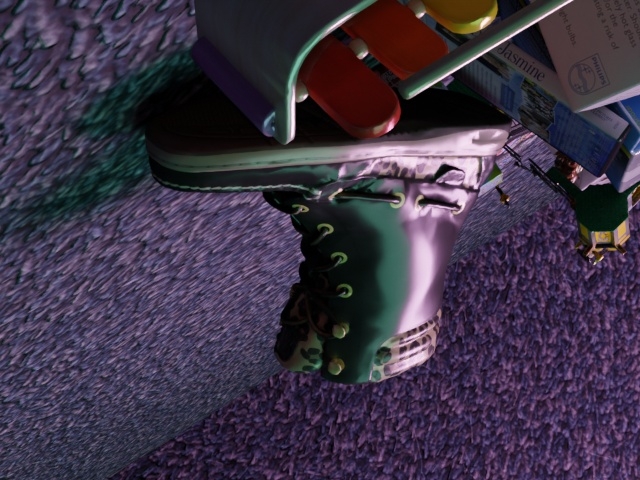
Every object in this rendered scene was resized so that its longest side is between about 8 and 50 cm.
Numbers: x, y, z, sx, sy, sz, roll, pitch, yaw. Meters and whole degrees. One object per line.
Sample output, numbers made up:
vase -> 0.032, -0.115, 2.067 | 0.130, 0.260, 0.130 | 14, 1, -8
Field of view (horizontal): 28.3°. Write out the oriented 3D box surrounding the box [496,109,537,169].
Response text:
box -> 0.216, -0.118, 1.972 | 0.216, 0.060, 0.270 | -25, 167, -35

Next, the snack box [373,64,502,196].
snack box -> 0.067, -0.083, 1.389 | 0.207, 0.174, 0.070 | -33, 172, 5

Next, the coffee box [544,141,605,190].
coffee box -> 0.465, -0.191, 2.068 | 0.119, 0.168, 0.297 | -38, 169, 28

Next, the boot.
boot -> 0.000, 0.000, 1.223 | 0.377, 0.138, 0.284 | -8, 122, -35

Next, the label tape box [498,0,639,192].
label tape box -> 0.283, -0.199, 1.278 | 0.115, 0.249, 0.348 | -33, 170, 4

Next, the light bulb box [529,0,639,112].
light bulb box -> 0.400, -0.289, 1.036 | 0.358, 0.225, 0.361 | -20, 178, -44

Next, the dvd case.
dvd case -> 0.172, -0.153, 1.189 | 0.022, 0.253, 0.180 | -53, 170, -2

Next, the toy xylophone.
toy xylophone -> 0.070, -0.182, 0.855 | 0.323, 0.236, 0.081 | -29, 144, -7

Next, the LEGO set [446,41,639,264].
LEGO set -> 0.322, -0.120, 1.565 | 0.255, 0.331, 0.192 | -51, 156, -7
